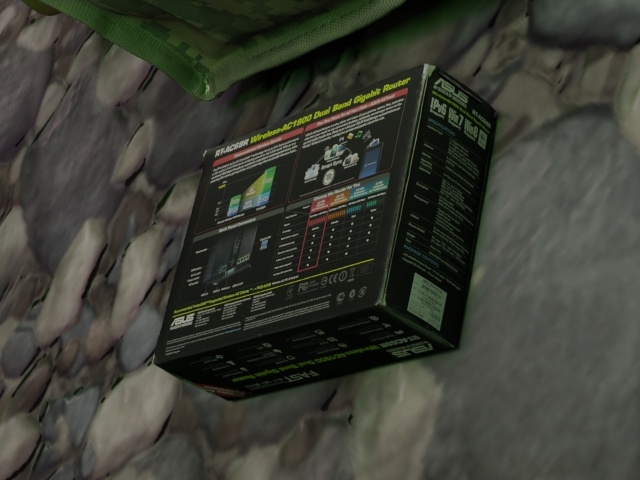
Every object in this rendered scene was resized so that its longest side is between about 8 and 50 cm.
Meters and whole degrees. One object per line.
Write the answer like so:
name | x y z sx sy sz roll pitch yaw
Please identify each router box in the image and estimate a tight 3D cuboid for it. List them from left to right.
router box | 0.000 0.000 0.617 0.122 0.038 0.092 -17 52 46

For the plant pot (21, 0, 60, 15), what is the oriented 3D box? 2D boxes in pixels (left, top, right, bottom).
plant pot | -0.105 -0.185 0.836 0.095 0.134 0.134 -15 48 14

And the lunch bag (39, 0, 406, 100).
lunch bag | 0.015 -0.215 0.649 0.287 0.169 0.235 -20 49 50
